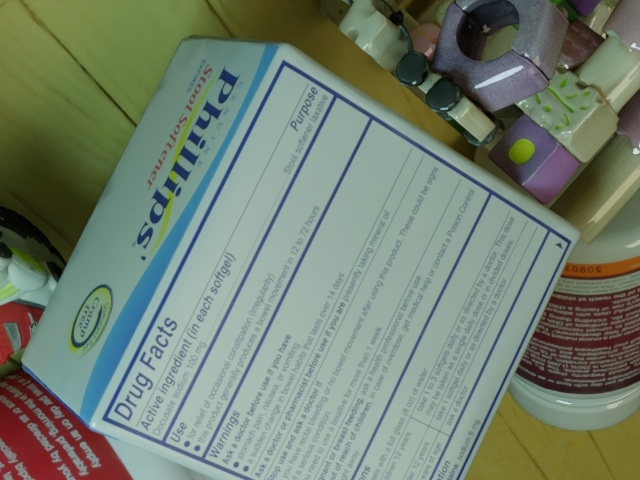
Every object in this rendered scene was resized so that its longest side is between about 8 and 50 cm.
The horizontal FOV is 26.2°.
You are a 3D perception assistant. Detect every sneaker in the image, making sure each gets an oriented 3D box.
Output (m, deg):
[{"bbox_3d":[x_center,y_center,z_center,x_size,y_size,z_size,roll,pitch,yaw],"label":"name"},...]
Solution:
[{"bbox_3d":[-0.260,0.025,0.902,0.118,0.107,0.279,-44,149,2],"label":"sneaker"}]

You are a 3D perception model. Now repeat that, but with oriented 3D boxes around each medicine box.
[{"bbox_3d":[-0.009,0.040,0.951,0.289,0.149,0.263,29,85,-30],"label":"medicine box"}]

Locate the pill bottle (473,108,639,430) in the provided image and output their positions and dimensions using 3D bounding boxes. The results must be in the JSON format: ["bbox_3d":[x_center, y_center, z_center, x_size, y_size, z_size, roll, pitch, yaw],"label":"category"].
[{"bbox_3d":[0.281,0.031,1.471,0.224,0.224,0.392,-37,147,-18],"label":"pill bottle"}]

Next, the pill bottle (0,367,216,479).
[{"bbox_3d":[-0.235,0.231,1.041,0.408,0.229,0.229,-31,145,-27],"label":"pill bottle"}]

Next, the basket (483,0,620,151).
[{"bbox_3d":[0.198,-0.168,1.255,0.103,0.113,0.167,-10,132,-52],"label":"basket"}]

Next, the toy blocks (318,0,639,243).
[{"bbox_3d":[0.155,-0.202,0.997,0.260,0.288,0.309,-49,147,8],"label":"toy blocks"}]
